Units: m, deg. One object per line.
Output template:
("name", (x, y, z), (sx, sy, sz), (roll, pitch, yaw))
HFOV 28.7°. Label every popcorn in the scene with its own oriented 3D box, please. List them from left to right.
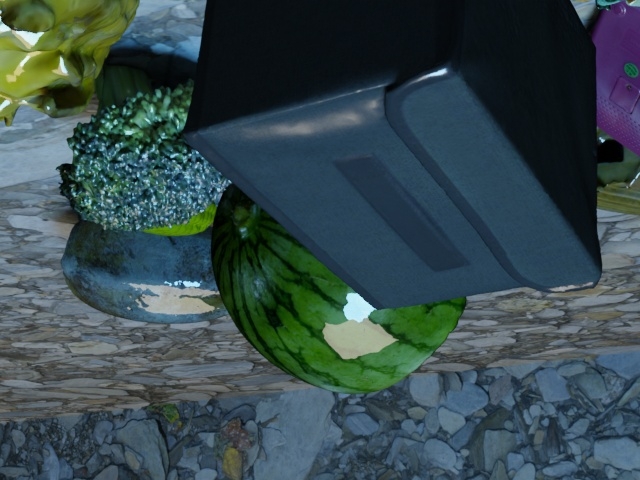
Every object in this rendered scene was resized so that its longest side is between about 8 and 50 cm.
("popcorn", (-0.251, -0.186, 0.944), (0.250, 0.190, 0.250), (-2, 171, 0))

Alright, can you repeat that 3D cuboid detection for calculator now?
("calculator", (0.309, -0.157, 1.227), (0.034, 0.126, 0.190), (-41, 159, -23))

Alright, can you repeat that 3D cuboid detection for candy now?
("candy", (-0.192, -0.049, 1.616), (0.096, 0.097, 0.209), (-9, 169, 20))

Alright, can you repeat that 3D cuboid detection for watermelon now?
("watermelon", (0.000, 0.000, 1.342), (0.330, 0.331, 0.189), (-17, 170, 42))

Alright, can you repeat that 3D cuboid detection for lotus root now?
("lotus root", (-0.202, 0.044, 1.759), (0.322, 0.158, 0.140), (8, -166, -1))

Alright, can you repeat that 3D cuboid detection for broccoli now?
("broccoli", (-0.182, -0.095, 1.301), (0.198, 0.176, 0.226), (-34, 140, 30))

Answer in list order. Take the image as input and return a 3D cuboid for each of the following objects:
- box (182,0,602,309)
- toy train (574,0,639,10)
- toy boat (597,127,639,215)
("box", (0.077, -0.126, 0.993), (0.204, 0.251, 0.345), (-10, 150, 26))
("toy train", (0.277, -0.238, 1.010), (0.188, 0.072, 0.099), (-5, 154, -32))
("toy boat", (0.389, -0.098, 1.487), (0.162, 0.136, 0.445), (-7, 170, 41))
